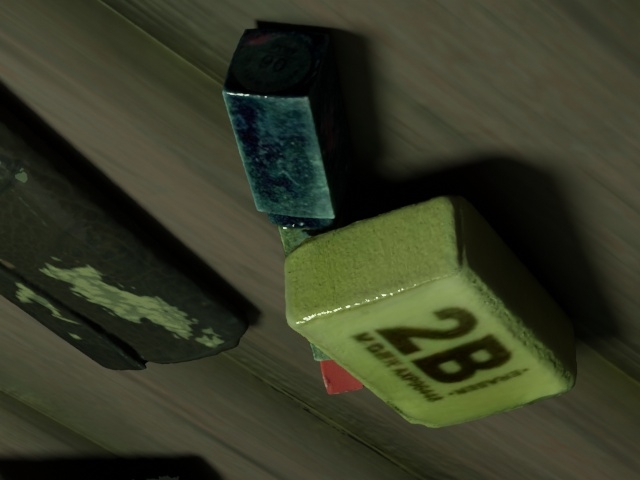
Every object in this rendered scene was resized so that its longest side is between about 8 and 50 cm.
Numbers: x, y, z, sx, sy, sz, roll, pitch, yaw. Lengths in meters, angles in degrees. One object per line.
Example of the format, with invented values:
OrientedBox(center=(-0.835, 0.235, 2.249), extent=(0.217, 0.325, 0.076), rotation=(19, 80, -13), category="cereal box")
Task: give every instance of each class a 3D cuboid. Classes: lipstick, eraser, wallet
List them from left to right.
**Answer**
OrientedBox(center=(-0.208, -0.007, 0.905), extent=(0.170, 0.044, 0.321), rotation=(-18, 131, 39), category="wallet")
OrientedBox(center=(0.000, 0.000, 0.811), extent=(0.051, 0.051, 0.312), rotation=(4, 144, 14), category="lipstick")
OrientedBox(center=(0.069, 0.049, 0.788), extent=(0.117, 0.058, 0.172), rotation=(-20, 142, 23), category="eraser")

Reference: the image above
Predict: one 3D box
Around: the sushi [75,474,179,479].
OrientedBox(center=(-0.175, 0.331, 1.317), extent=(0.296, 0.100, 0.373), rotation=(-11, 125, 23), category="sushi")
